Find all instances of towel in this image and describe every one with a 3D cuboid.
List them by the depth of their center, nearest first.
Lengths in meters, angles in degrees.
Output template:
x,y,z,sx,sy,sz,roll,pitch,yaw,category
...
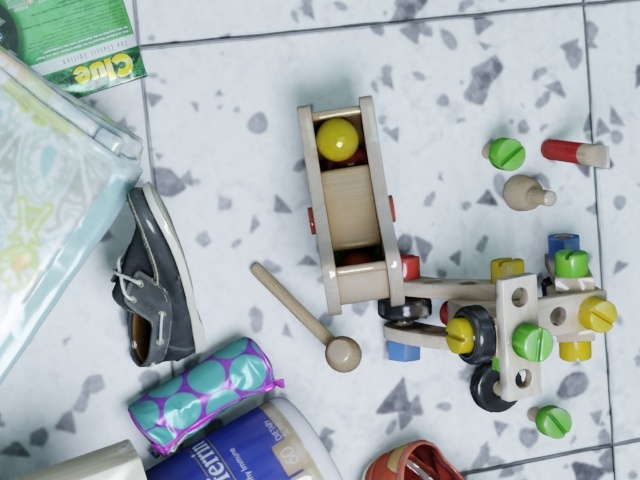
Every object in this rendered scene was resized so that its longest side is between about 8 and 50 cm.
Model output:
x,y,z,sx,sy,sz,roll,pitch,yaw,category
-0.380,-0.022,1.466,0.320,0.090,0.374,36,80,-16,towel

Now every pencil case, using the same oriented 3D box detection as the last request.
x,y,z,sx,sy,sz,roll,pitch,yaw,category
-0.118,0.160,1.621,0.151,0.070,0.064,-32,149,-12,pencil case

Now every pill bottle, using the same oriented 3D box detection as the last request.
x,y,z,sx,sy,sz,roll,pitch,yaw,category
-0.113,0.283,1.593,0.264,0.153,0.153,-29,104,-13,pill bottle

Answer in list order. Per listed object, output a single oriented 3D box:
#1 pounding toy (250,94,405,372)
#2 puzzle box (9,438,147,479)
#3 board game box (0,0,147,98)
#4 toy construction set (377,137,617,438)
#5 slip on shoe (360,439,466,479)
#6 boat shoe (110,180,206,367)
x,y,z,sx,sy,sz,roll,pitch,yaw,category
0.000,0.000,1.584,0.154,0.154,0.270,-9,86,0,pounding toy
-0.247,0.411,1.472,0.272,0.052,0.409,-18,111,-14,puzzle box
-0.310,-0.184,1.540,0.259,0.030,0.136,-19,100,-15,board game box
0.224,0.040,1.634,0.257,0.237,0.309,20,89,-19,toy construction set
0.169,0.343,1.642,0.123,0.101,0.331,-27,70,-38,slip on shoe
-0.164,0.040,1.539,0.079,0.084,0.233,-16,139,-10,boat shoe
